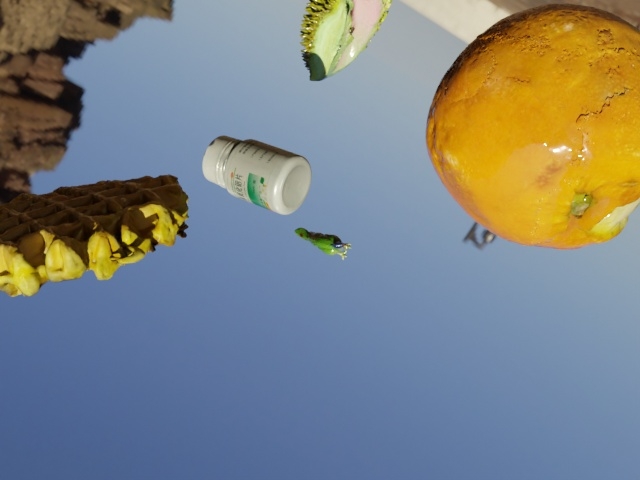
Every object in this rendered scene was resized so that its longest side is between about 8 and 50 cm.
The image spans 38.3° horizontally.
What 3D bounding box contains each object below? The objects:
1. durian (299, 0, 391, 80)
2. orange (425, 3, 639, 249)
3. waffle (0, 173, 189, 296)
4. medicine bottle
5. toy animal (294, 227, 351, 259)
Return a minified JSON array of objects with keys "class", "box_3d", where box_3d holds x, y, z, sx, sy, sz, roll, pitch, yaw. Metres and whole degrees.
[{"class":"durian","box_3d":[0.031,-0.348,1.398,0.137,0.220,0.095,-37,-101,-29]},{"class":"orange","box_3d":[0.227,-0.108,0.893,0.240,0.240,0.240,30,-165,-9]},{"class":"waffle","box_3d":[-0.296,-0.008,1.023,0.330,0.062,0.329,-8,-163,2]},{"class":"medicine bottle","box_3d":[-0.084,-0.088,1.195,0.130,0.080,0.080,20,-173,29]},{"class":"toy animal","box_3d":[0.015,0.006,1.865,0.075,0.041,0.217,21,180,-23]}]
